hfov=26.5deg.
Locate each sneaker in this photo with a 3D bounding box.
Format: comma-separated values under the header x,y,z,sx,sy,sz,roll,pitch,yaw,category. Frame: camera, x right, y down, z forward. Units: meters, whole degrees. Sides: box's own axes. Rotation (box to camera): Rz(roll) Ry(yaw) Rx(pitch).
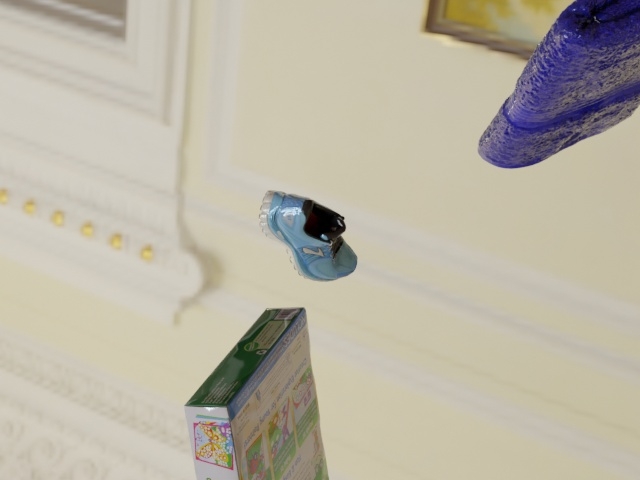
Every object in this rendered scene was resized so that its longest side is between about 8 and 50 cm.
x,y,z,sx,sy,sz,roll,pitch,yaw,category
0.000,0.000,1.492,0.073,0.063,0.162,0,155,33,sneaker

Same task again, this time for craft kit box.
x,y,z,sx,sy,sz,roll,pitch,yaw,category
-0.061,0.232,1.483,0.061,0.246,0.250,-3,-161,20,craft kit box

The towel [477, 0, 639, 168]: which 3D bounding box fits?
x,y,z,sx,sy,sz,roll,pitch,yaw,category
0.308,-0.185,1.467,0.228,0.308,0.076,-28,-105,-18,towel
